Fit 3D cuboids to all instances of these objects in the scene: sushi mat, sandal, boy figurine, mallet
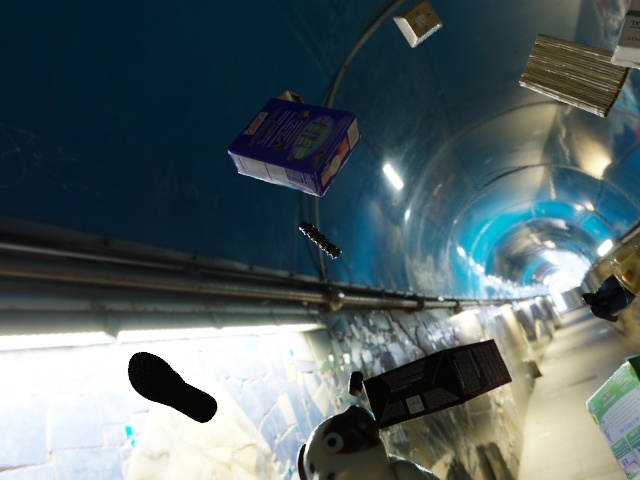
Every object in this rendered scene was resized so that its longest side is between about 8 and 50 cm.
[{"bbox_3d":[0.672,-0.450,1.383,0.019,0.316,0.151,-2,-59,-26],"label":"sushi mat"},{"bbox_3d":[-0.256,0.254,0.880,0.067,0.179,0.040,-56,21,-21],"label":"sandal"},{"bbox_3d":[0.812,0.089,1.321,0.092,0.177,0.285,13,-51,-15],"label":"boy figurine"},{"bbox_3d":[0.166,0.366,1.354,0.190,0.062,0.039,-11,-55,10],"label":"mallet"}]

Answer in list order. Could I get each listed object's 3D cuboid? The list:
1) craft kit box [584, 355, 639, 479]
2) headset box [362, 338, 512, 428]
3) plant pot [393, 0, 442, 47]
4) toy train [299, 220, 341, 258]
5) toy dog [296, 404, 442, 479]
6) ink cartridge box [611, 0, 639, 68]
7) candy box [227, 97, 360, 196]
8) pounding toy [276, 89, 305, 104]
[{"bbox_3d":[0.666,0.398,1.050,0.061,0.246,0.249,-13,-37,-7],"label":"craft kit box"},{"bbox_3d":[0.271,0.312,1.147,0.218,0.110,0.293,-32,-23,34],"label":"headset box"},{"bbox_3d":[0.287,-0.634,1.484,0.109,0.109,0.096,-34,15,14],"label":"plant pot"},{"bbox_3d":[0.000,0.000,1.109,0.027,0.036,0.158,-54,-38,-4],"label":"toy train"},{"bbox_3d":[0.144,0.561,1.162,0.284,0.408,0.395,-42,12,23],"label":"toy dog"},{"bbox_3d":[0.586,-0.381,0.892,0.109,0.150,0.063,17,-4,21],"label":"ink cartridge box"},{"bbox_3d":[-0.079,-0.298,1.596,0.268,0.317,0.122,-57,-28,-28],"label":"candy box"},{"bbox_3d":[-0.070,-0.419,1.856,0.094,0.206,0.181,-32,-1,18],"label":"pounding toy"}]
